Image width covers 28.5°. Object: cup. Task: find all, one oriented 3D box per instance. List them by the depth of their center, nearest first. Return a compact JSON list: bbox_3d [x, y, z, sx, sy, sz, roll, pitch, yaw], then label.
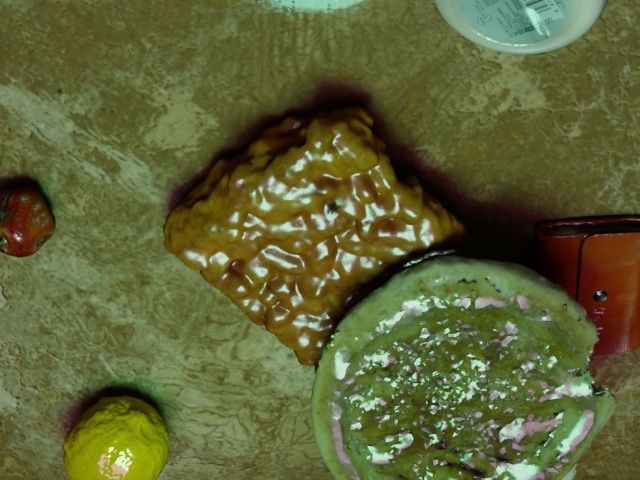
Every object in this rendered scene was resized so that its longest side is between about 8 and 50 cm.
[{"bbox_3d":[0.208,-0.284,1.250,0.191,0.200,0.253,5,144,15],"label":"cup"}]

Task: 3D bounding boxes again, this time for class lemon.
[{"bbox_3d":[-0.290,0.298,1.762,0.142,0.142,0.187,31,127,-20],"label":"lemon"}]

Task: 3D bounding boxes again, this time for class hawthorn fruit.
[{"bbox_3d":[-0.374,-0.022,1.554,0.093,0.093,0.093,1,127,1],"label":"hawthorn fruit"}]

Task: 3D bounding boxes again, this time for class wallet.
[{"bbox_3d":[0.349,0.063,1.626,0.142,0.045,0.204,-3,127,3],"label":"wallet"}]

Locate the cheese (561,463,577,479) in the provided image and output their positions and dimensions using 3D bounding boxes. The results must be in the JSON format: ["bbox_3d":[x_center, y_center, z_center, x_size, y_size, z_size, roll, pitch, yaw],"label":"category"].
[{"bbox_3d":[0.176,0.269,1.718,0.292,0.153,0.332,-37,116,25],"label":"cheese"}]

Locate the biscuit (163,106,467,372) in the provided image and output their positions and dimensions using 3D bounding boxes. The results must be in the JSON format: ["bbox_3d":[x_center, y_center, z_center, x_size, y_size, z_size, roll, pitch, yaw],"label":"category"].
[{"bbox_3d":[0.000,0.000,1.550,0.318,0.110,0.312,-36,116,24],"label":"biscuit"}]

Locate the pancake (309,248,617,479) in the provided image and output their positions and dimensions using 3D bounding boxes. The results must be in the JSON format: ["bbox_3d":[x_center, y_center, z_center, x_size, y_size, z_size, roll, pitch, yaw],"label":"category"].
[{"bbox_3d":[0.175,0.186,1.535,0.382,0.071,0.382,0,115,0],"label":"pancake"}]
